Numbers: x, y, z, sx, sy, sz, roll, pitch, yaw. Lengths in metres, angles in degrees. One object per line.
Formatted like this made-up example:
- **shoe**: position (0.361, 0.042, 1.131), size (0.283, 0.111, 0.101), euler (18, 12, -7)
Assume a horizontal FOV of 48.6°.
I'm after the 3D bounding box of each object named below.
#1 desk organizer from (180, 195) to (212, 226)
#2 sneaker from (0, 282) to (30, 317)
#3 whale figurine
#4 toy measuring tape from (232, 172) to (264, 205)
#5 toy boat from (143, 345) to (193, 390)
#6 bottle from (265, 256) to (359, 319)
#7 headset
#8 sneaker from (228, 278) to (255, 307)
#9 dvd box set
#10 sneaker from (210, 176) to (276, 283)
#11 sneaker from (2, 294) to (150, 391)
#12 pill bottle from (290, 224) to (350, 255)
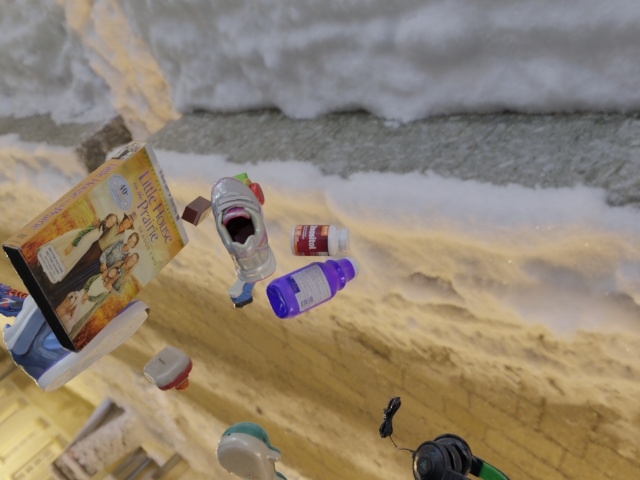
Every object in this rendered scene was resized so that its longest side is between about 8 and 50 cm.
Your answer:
- **desk organizer**: position (-0.355, -0.087, 2.056), size (0.050, 0.130, 0.047), euler (27, 109, 0)
- **sneaker**: position (-0.823, 0.155, 1.864), size (0.083, 0.221, 0.087), euler (-126, 33, -80)
- **whale figurine**: position (-0.207, 0.687, 2.257), size (0.216, 0.141, 0.272), euler (-25, 117, 28)
- **toy measuring tape**: position (-0.217, -0.087, 1.930), size (0.121, 0.121, 0.330), euler (58, -166, -21)
- **toy boat**: position (-0.532, 0.483, 2.559), size (0.231, 0.151, 0.151), euler (15, 143, 56)
- **bottle**: position (-0.014, 0.119, 1.960), size (0.092, 0.283, 0.118), euler (-24, 90, 53)
- **headset**: position (0.341, 0.581, 1.942), size (0.394, 0.185, 0.243), euler (19, -178, 28)
- **sneaker**: position (-0.244, 0.163, 2.356), size (0.058, 0.152, 0.084), euler (7, 129, 31)
- **dvd box set**: position (-0.489, 0.007, 1.627), size (0.062, 0.420, 0.307), euler (9, 131, 30)
- **sneaker**: position (-0.157, -0.044, 1.393), size (0.111, 0.103, 0.252), euler (77, 169, -54)
- **sneaker**: position (-0.616, 0.190, 1.746), size (0.236, 0.323, 0.130), euler (47, 161, 13)
- **pill bottle**: position (0.000, 0.000, 1.903), size (0.152, 0.086, 0.086), euler (0, 139, 10)
